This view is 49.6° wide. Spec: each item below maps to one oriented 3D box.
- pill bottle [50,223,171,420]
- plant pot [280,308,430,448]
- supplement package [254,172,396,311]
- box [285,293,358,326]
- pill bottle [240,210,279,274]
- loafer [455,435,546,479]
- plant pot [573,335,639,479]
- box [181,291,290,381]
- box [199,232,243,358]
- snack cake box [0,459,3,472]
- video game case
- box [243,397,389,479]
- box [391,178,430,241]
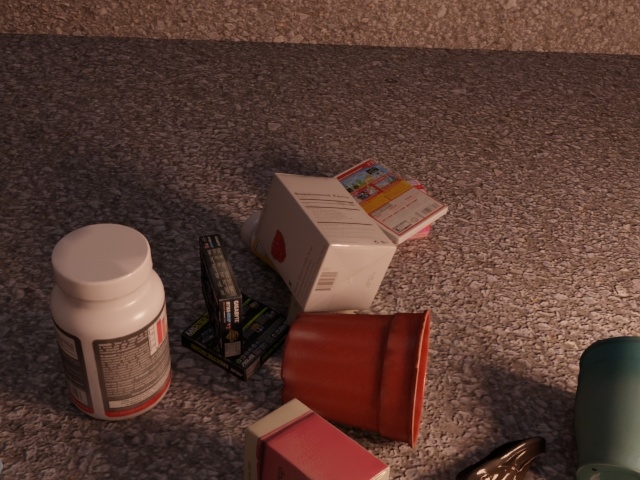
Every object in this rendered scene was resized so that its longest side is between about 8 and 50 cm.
[{"bbox_3d":[-0.405,0.162,1.350,0.210,0.362,0.210,4,38,-3],"label":"pill bottle"},{"bbox_3d":[0.072,0.258,1.389,0.265,0.272,0.272,5,37,13],"label":"plant pot"},{"bbox_3d":[0.000,0.000,1.544,0.175,0.177,0.293,2,33,-32],"label":"supplement package"},{"bbox_3d":[0.040,0.125,1.636,0.113,0.094,0.275,28,35,21],"label":"box"},{"bbox_3d":[-0.102,0.016,1.772,0.119,0.119,0.208,-27,48,-35],"label":"pill bottle"},{"bbox_3d":[0.355,0.444,1.332,0.220,0.080,0.078,-17,76,-28],"label":"loafer"},{"bbox_3d":[0.607,0.364,1.317,0.272,0.271,0.255,19,54,17],"label":"plant pot"},{"bbox_3d":[-0.185,0.209,1.577,0.184,0.045,0.191,23,42,24],"label":"box"},{"bbox_3d":[-0.218,0.118,1.512,0.051,0.175,0.220,-9,40,-16],"label":"box"},{"bbox_3d":[-0.651,0.467,1.152,0.152,0.089,0.264,0,38,-5],"label":"snack cake box"},{"bbox_3d":[0.165,-0.111,1.844,0.204,0.025,0.285,-31,53,-35],"label":"video game case"},{"bbox_3d":[-0.013,0.410,1.199,0.232,0.148,0.127,26,34,37],"label":"box"},{"bbox_3d":[0.169,-0.075,1.918,0.257,0.122,0.128,-8,41,-16],"label":"box"}]
